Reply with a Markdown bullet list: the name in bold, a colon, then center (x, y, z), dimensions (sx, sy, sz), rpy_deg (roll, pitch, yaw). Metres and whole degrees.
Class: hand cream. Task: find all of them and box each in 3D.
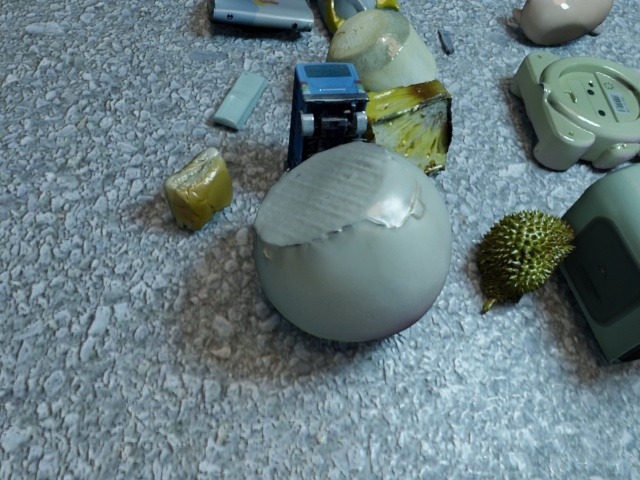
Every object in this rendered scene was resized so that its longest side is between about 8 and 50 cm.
- **hand cream**: center (0.305, -0.479, 1.338), dimensions (0.030, 0.019, 0.093), rpy_deg (2, 56, -10)

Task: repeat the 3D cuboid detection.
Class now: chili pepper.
- **chili pepper**: center (0.369, 0.084, 0.993), dimensions (0.083, 0.022, 0.027), rpy_deg (-26, 32, -22)

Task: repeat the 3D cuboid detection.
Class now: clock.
- **clock**: center (0.592, -0.283, 1.209), dimensions (0.309, 0.114, 0.284), rpy_deg (2, 56, -11)

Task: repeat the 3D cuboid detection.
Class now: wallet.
- **wallet**: center (-0.137, -0.517, 1.261), dimensions (0.231, 0.069, 0.170), rpy_deg (0, 41, -15)

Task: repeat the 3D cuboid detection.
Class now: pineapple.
- **pineapple**: center (0.166, -0.215, 1.046), dimensions (0.236, 0.186, 0.114), rpy_deg (19, 32, -36)

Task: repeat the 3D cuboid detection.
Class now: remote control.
- **remote control**: center (-0.162, -0.289, 1.135), dimensions (0.061, 0.029, 0.162), rpy_deg (20, 57, 2)

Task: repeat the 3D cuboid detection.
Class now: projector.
- **projector**: center (0.566, 0.035, 0.918), dimensions (0.248, 0.248, 0.249), rpy_deg (-7, 59, -13)

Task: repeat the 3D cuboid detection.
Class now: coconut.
- **coconut**: center (0.125, -0.339, 1.120), dimensions (0.202, 0.222, 0.202), rpy_deg (-22, 47, 25)

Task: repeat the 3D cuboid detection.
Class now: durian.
- **durian**: center (0.325, 0.030, 0.958), dimensions (0.146, 0.102, 0.208), rpy_deg (33, 93, 49)

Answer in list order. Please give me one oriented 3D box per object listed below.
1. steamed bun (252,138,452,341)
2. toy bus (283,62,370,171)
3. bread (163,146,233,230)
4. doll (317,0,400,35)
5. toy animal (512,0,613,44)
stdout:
- **steamed bun**: center (0.063, 0.028, 0.850), dimensions (0.309, 0.309, 0.309), rpy_deg (4, 58, -7)
- **toy bus**: center (0.004, -0.183, 0.981), dimensions (0.116, 0.234, 0.133), rpy_deg (-6, 52, -13)
- **bread**: center (-0.202, -0.084, 0.955), dimensions (0.082, 0.106, 0.125), rpy_deg (37, 62, 15)
- **doll**: center (0.048, -0.584, 1.314), dimensions (0.145, 0.103, 0.316), rpy_deg (-23, 57, -25)
- **toy animal**: center (0.608, -0.567, 1.359), dimensions (0.250, 0.166, 0.154), rpy_deg (-24, 74, -15)
